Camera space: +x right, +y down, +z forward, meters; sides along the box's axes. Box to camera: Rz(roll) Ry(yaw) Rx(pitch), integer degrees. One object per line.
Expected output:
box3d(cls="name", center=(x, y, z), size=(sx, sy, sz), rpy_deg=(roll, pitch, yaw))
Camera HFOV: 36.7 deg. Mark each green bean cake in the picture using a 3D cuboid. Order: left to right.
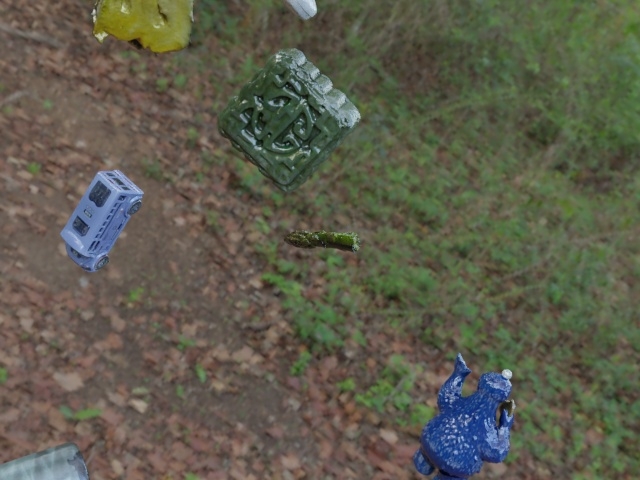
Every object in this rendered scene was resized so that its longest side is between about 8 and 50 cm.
box3d(cls="green bean cake", center=(-0.053, -0.197, 1.578), size=(0.183, 0.185, 0.094), rpy_deg=(45, 17, -3))

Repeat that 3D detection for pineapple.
box3d(cls="pineapple", center=(-0.187, -0.334, 1.088), size=(0.114, 0.236, 0.186), rpy_deg=(5, -1, -27))

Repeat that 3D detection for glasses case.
box3d(cls="glasses case", center=(-0.065, -0.418, 1.468), size=(0.197, 0.049, 0.076), rpy_deg=(60, 13, 20))

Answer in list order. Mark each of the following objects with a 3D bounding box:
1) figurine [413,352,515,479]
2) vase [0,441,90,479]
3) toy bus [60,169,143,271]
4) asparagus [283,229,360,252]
box3d(cls="figurine", center=(0.254, 0.335, 1.709), size=(0.164, 0.262, 0.120), rpy_deg=(27, 17, 32))
box3d(cls="vase", center=(-0.294, 0.224, 0.781), size=(0.211, 0.060, 0.060), rpy_deg=(-16, 45, -24))
box3d(cls="toy bus", center=(-0.358, -0.029, 1.537), size=(0.073, 0.167, 0.076), rpy_deg=(39, 16, 18))
box3d(cls="asparagus", center=(0.000, 0.000, 1.641), size=(0.030, 0.165, 0.036), rpy_deg=(-51, 126, -35))
